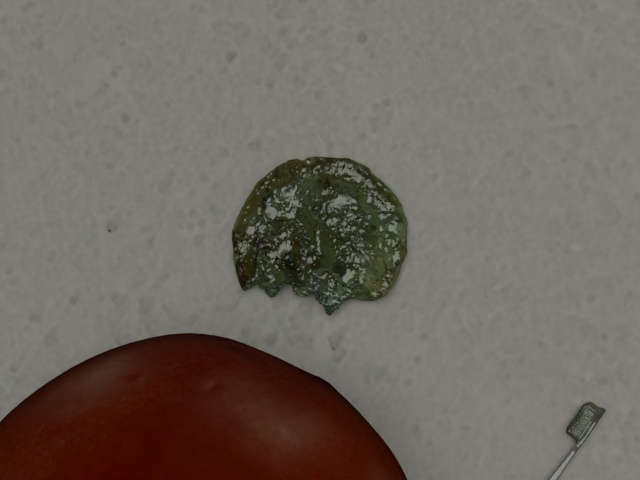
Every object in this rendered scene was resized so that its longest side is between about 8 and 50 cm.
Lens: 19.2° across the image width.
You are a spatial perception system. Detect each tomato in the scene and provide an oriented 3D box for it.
[{"bbox_3d":[-0.088,0.211,1.235,0.321,0.321,0.321,-1,79,5],"label":"tomato"}]

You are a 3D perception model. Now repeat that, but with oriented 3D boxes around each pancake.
[{"bbox_3d":[0.001,-0.006,1.396,0.129,0.022,0.116,16,78,8],"label":"pancake"}]

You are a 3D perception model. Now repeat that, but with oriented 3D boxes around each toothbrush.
[{"bbox_3d":[0.143,0.196,1.349,0.017,0.014,0.194,34,84,10],"label":"toothbrush"}]
